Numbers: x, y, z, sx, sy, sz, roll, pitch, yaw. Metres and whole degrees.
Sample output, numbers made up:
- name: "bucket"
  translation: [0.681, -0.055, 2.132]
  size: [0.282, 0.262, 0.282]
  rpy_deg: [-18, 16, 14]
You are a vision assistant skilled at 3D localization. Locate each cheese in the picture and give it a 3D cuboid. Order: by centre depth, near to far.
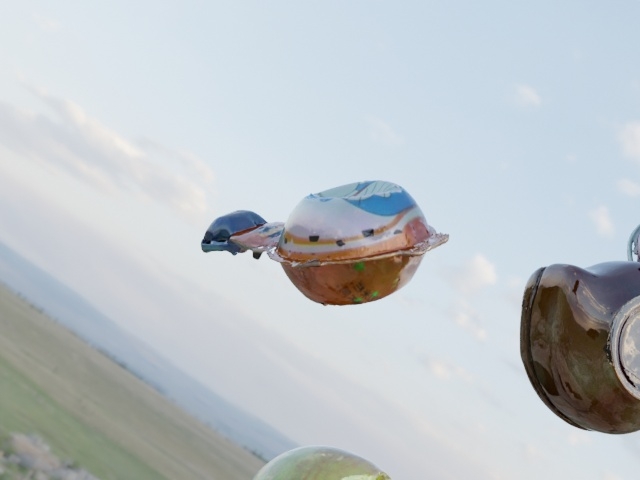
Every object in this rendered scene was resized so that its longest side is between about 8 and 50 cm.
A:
- name: "cheese"
  translation: [0.000, 0.000, 1.327]
  size: [0.329, 0.129, 0.217]
  rpy_deg: [4, 17, 38]

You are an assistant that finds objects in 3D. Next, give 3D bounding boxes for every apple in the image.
- name: "apple"
  translation: [-0.009, 0.421, 1.539]
  size: [0.246, 0.246, 0.226]
  rpy_deg: [30, 20, 21]

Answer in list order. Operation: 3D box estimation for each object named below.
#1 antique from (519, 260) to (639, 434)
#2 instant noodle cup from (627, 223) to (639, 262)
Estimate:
- name: "antique"
  translation: [0.369, 0.130, 1.343]
  size: [0.278, 0.224, 0.129]
  rpy_deg: [37, -19, -26]
- name: "instant noodle cup"
  translation: [0.632, -0.040, 1.496]
  size: [0.339, 0.340, 0.266]
  rpy_deg: [30, -48, 21]
